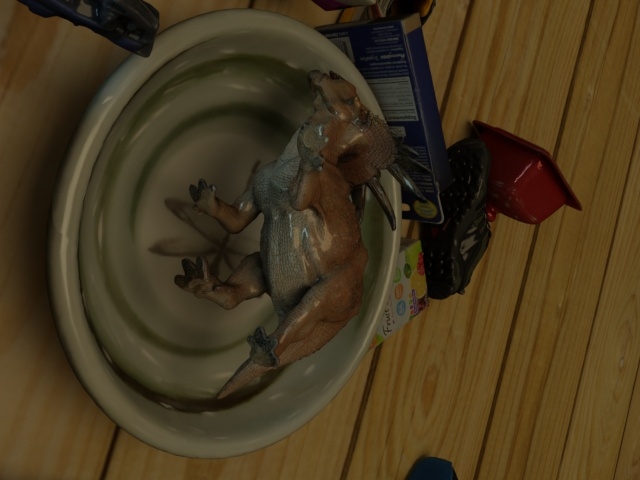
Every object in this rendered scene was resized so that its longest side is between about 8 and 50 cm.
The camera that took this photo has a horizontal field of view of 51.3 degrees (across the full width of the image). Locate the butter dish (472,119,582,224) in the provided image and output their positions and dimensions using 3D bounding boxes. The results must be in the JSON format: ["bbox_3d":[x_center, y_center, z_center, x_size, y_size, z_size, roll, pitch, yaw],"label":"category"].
[{"bbox_3d":[0.275,-0.079,0.980,0.118,0.160,0.160,-49,133,1],"label":"butter dish"}]

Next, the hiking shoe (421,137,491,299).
[{"bbox_3d":[0.195,-0.031,0.942,0.114,0.086,0.227,2,104,-56],"label":"hiking shoe"}]

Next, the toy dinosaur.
[{"bbox_3d":[0.000,0.000,0.561,0.200,0.127,0.296,-2,104,-54],"label":"toy dinosaur"}]

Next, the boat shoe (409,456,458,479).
[{"bbox_3d":[0.137,0.435,0.934,0.258,0.109,0.089,-48,131,-27],"label":"boat shoe"}]

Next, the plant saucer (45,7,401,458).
[{"bbox_3d":[-0.078,-0.006,0.631,0.400,0.100,0.400,-11,106,-45],"label":"plant saucer"}]

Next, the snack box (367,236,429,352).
[{"bbox_3d":[0.082,0.068,0.859,0.141,0.037,0.100,-28,116,-40],"label":"snack box"}]

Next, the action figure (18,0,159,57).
[{"bbox_3d":[-0.186,-0.241,0.317,0.341,0.330,0.178,22,71,-44],"label":"action figure"}]

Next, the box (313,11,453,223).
[{"bbox_3d":[0.068,-0.129,0.738,0.036,0.136,0.225,-37,122,-37],"label":"box"}]

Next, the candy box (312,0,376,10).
[{"bbox_3d":[0.006,-0.354,0.604,0.159,0.071,0.233,20,83,-46],"label":"candy box"}]

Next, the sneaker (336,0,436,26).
[{"bbox_3d":[0.102,-0.295,0.777,0.088,0.093,0.225,33,72,-44],"label":"sneaker"}]
